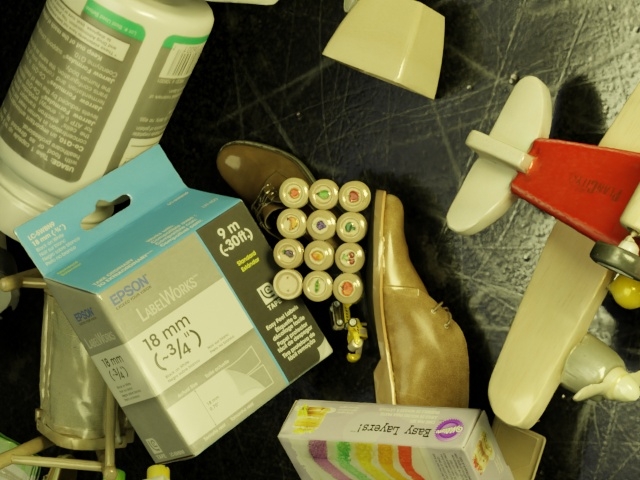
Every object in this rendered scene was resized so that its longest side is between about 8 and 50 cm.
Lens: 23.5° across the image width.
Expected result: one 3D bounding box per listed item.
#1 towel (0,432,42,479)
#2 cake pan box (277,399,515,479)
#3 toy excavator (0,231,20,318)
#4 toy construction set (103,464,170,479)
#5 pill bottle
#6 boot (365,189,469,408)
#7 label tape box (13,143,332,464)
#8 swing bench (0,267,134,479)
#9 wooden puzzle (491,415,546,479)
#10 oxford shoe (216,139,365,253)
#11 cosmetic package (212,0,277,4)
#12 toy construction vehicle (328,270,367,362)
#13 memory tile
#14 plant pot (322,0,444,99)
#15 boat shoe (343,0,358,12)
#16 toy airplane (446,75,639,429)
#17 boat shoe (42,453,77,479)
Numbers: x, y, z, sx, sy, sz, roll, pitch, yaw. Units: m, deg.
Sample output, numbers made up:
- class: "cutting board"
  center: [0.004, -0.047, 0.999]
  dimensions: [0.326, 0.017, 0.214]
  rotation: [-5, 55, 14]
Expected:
- class: "towel"
  center: [-0.466, 0.362, 2.246]
  dimensions: [0.113, 0.023, 0.152]
  rotation: [23, 107, 27]
- class: "cake pan box"
  center: [0.108, 0.297, 1.790]
  dimensions: [0.245, 0.070, 0.267]
  rotation: [2, 134, 32]
- class: "toy excavator"
  center: [-0.601, -0.048, 1.993]
  dimensions: [0.433, 0.445, 0.222]
  rotation: [-51, 36, 30]
- class: "toy construction set"
  center: [-0.295, 0.394, 2.036]
  dimensions: [0.327, 0.215, 0.151]
  rotation: [-12, 57, 36]
- class: "pill bottle"
  center: [-0.297, -0.173, 1.974]
  dimensions: [0.204, 0.204, 0.361]
  rotation: [37, 112, 23]
- class: "boot"
  center: [0.112, 0.088, 1.836]
  dimensions: [0.115, 0.112, 0.305]
  rotation: [-6, 89, 2]
- class: "label tape box"
  center: [-0.174, 0.064, 1.853]
  dimensions: [0.106, 0.240, 0.334]
  rotation: [-23, 100, 56]
- class: "swing bench"
  center: [-0.318, 0.153, 2.022]
  dimensions: [0.165, 0.255, 0.253]
  rotation: [4, 100, 4]
- class: "wooden puzzle"
  center: [0.228, 0.248, 1.814]
  dimensions: [0.078, 0.014, 0.116]
  rotation: [32, 111, 29]
- class: "oxford shoe"
  center: [-0.052, -0.054, 1.902]
  dimensions: [0.227, 0.096, 0.083]
  rotation: [35, 114, 25]
- class: "cosmetic package"
  center: [-0.035, -0.519, 1.798]
  dimensions: [0.230, 0.161, 0.453]
  rotation: [50, 118, 17]
- class: "toy construction vehicle"
  center: [0.040, 0.091, 1.876]
  dimensions: [0.086, 0.035, 0.098]
  rotation: [122, 140, -64]
- class: "memory tile"
  center: [0.000, 0.000, 1.834]
  dimensions: [0.113, 0.012, 0.148]
  rotation: [5, 95, 14]
- class: "plant pot"
  center: [0.085, -0.235, 1.796]
  dimensions: [0.109, 0.109, 0.096]
  rotation: [25, 96, 27]
- class: "boat shoe"
  center: [0.063, -0.328, 1.833]
  dimensions: [0.046, 0.038, 0.125]
  rotation: [-141, 64, -68]
- class: "toy airplane"
  center: [0.321, -0.025, 1.609]
  dimensions: [0.386, 0.272, 0.384]
  rotation: [-37, 38, 38]
- class: "boat shoe"
  center: [-0.385, 0.365, 2.180]
  dimensions: [0.048, 0.056, 0.153]
  rotation: [26, 116, 22]
